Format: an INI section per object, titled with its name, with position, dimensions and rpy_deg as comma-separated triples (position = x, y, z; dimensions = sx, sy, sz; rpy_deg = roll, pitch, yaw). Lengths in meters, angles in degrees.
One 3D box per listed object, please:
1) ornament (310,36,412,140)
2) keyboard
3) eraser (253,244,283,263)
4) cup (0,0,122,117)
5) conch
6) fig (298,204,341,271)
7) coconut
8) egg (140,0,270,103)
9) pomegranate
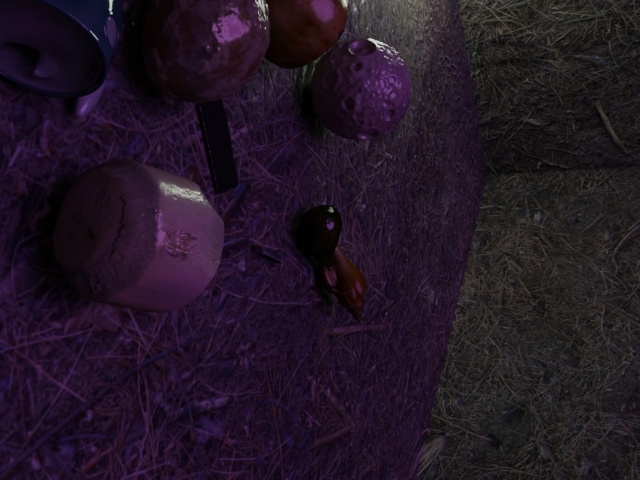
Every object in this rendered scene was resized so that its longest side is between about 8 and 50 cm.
[ornament]
position = 0.100, -0.387, 1.393
dimensions = 0.225, 0.259, 0.259
rpy_deg = 90, 18, -53
[keyboard]
position = -0.201, -0.193, 1.080
dimensions = 0.074, 0.015, 0.196
rpy_deg = -35, 120, -53
[eraser]
position = -0.115, 0.031, 1.231
dimensions = 0.099, 0.027, 0.019
rpy_deg = 32, 70, -58
[cup]
position = -0.327, -0.295, 0.690
dimensions = 0.299, 0.167, 0.173
rpy_deg = 95, 0, -59
[conch]
position = 0.042, 0.069, 1.476
dimensions = 0.093, 0.109, 0.330
rpy_deg = 172, -106, -81
[fig]
position = 0.000, 0.000, 1.380
dimensions = 0.117, 0.117, 0.177
rpy_deg = -51, 147, -50
[coconut]
position = -0.243, -0.004, 0.791
dimensions = 0.234, 0.224, 0.224
rpy_deg = 20, 72, -48
[egg]
position = -0.189, -0.337, 0.905
dimensions = 0.245, 0.203, 0.203
rpy_deg = -60, 144, -16
[pomegranate]
position = -0.057, -0.479, 1.158
dimensions = 0.215, 0.215, 0.215
rpy_deg = -1, 91, -62
